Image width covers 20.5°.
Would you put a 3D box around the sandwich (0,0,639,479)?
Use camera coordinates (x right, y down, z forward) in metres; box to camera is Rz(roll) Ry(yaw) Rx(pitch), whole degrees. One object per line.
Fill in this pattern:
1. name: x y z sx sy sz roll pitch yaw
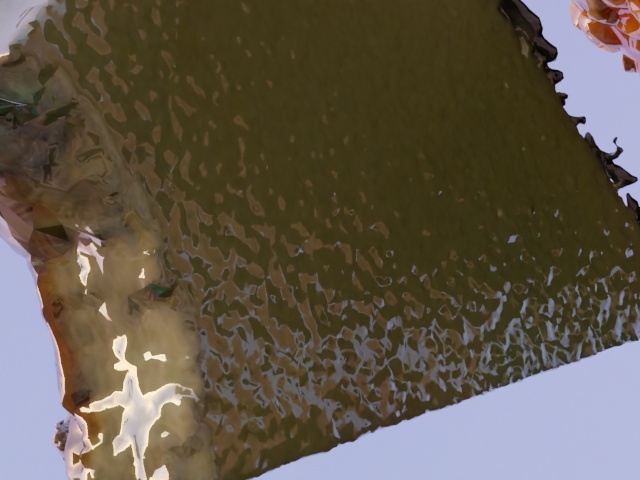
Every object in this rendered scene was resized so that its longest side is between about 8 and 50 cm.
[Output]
1. sandwich: 0.000 0.000 0.497 0.063 0.212 0.245 -11 -55 41

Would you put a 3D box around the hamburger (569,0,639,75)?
1. hamburger: 0.229 -0.163 0.586 0.330 0.330 0.250 45 -116 -30

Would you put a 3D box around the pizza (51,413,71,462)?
1. pizza: -0.055 0.058 0.774 0.181 0.262 0.034 -39 -99 15
